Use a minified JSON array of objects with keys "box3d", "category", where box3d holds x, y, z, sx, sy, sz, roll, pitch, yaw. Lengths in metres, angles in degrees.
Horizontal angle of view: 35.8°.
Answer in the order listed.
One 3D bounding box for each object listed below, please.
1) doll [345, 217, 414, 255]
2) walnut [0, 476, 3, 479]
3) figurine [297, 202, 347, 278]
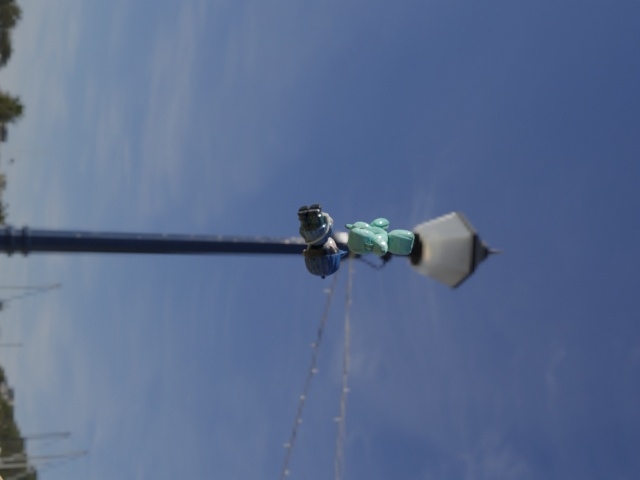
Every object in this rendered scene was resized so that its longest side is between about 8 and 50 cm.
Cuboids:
[{"box3d":[0.123,-0.003,2.182,0.159,0.159,0.059,37,-60,52],"category":"doll"},{"box3d":[-0.567,0.416,1.646,0.096,0.079,0.082,5,-60,47],"category":"walnut"},{"box3d":[-0.002,0.004,1.834,0.079,0.077,0.136,-76,150,-50],"category":"figurine"}]
